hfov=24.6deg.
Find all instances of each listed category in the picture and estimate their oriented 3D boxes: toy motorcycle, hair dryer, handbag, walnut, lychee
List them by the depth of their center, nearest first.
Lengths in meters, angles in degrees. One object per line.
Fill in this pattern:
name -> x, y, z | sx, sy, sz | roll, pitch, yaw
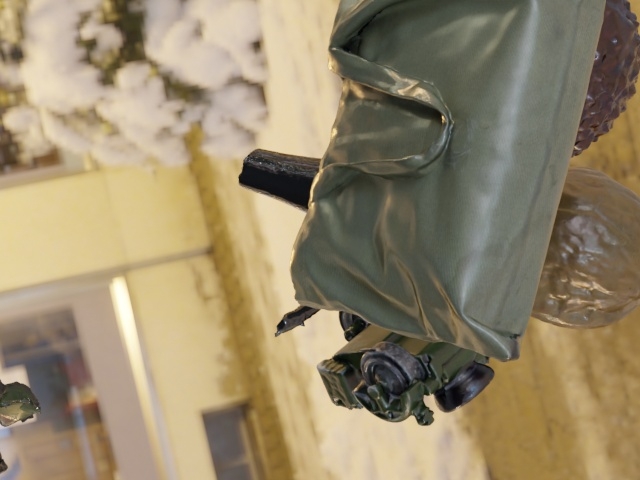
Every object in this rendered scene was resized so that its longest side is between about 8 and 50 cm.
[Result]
handbag -> 0.085, -0.084, 1.079 | 0.253, 0.109, 0.316 | 9, 87, 52
hair dryer -> 0.000, 0.000, 1.575 | 0.359, 0.303, 0.120 | -47, -31, -55
lychee -> 0.220, -0.209, 1.586 | 0.264, 0.300, 0.264 | 32, 161, 12
toy motorcycle -> 0.091, 0.134, 1.650 | 0.275, 0.205, 0.127 | -13, 111, 52
walnut -> 0.325, 0.013, 1.869 | 0.228, 0.228, 0.228 | 168, 90, -77

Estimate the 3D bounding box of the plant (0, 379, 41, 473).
plant -> -0.444, 0.241, 1.815 | 0.131, 0.203, 0.142 | 49, -175, 10
